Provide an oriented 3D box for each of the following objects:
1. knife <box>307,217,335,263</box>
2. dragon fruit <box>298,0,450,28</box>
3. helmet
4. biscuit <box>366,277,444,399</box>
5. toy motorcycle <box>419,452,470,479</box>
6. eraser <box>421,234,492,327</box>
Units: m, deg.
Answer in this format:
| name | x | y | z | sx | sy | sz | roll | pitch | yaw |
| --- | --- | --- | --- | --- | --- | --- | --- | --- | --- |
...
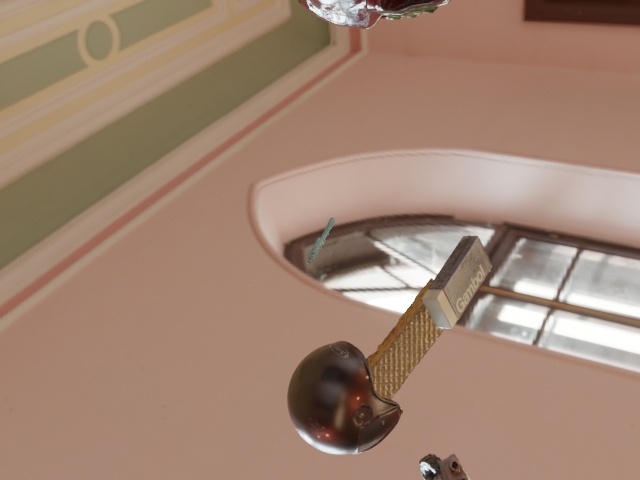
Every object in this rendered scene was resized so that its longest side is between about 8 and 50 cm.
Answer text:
| name | x | y | z | sx | sy | sz | roll | pitch | yaw |
| --- | --- | --- | --- | --- | --- | --- | --- | --- | --- |
| knife | 0.000 | 0.000 | 1.317 | 0.091 | 0.014 | 0.005 | -62 | -1 | -9 |
| dragon fruit | 0.063 | -0.379 | 0.789 | 0.329 | 0.329 | 0.329 | -34 | -50 | -53 |
| helmet | 0.034 | 0.300 | 1.460 | 0.193 | 0.189 | 0.216 | -7 | -70 | -30 |
| biscuit | 0.182 | 0.245 | 1.724 | 0.379 | 0.054 | 0.094 | -48 | -71 | -24 |
| toy motorcycle | 0.199 | 0.376 | 1.002 | 0.082 | 0.122 | 0.213 | -22 | -100 | -32 |
| eraser | 0.299 | 0.088 | 1.672 | 0.212 | 0.046 | 0.092 | -50 | -58 | -35 |
